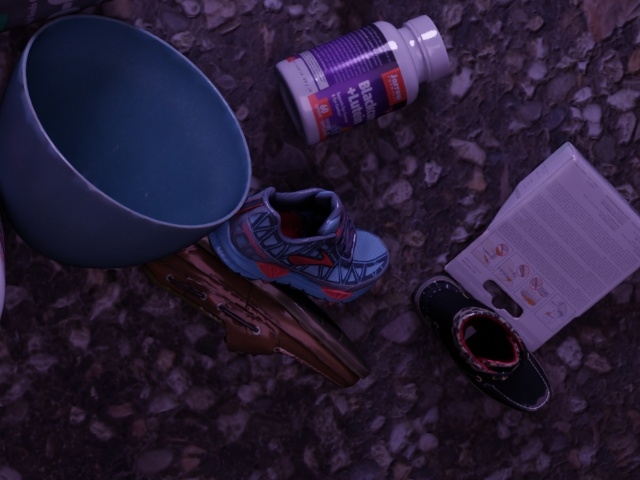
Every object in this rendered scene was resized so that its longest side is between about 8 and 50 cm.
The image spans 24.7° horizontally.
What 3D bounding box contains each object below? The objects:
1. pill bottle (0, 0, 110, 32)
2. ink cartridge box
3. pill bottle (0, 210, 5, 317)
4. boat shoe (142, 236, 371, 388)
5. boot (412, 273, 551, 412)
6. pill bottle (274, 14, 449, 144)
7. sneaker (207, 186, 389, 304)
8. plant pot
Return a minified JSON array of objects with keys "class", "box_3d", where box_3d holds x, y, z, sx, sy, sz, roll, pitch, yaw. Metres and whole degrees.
[{"class":"pill bottle","box_3d":[-0.352,-0.322,1.541,0.361,0.204,0.204,-21,105,-25]},{"class":"ink cartridge box","box_3d":[0.298,0.012,1.887,0.224,0.056,0.181,-41,107,18]},{"class":"pill bottle","box_3d":[-0.445,0.012,1.534,0.224,0.392,0.224,-2,101,-12]},{"class":"boat shoe","box_3d":[-0.079,0.090,1.787,0.307,0.111,0.104,41,94,-7]},{"class":"boot","box_3d":[0.221,0.150,1.818,0.085,0.178,0.236,-45,106,-1]},{"class":"pill bottle","box_3d":[0.052,-0.197,1.749,0.193,0.108,0.108,-24,105,-7]},{"class":"sneaker","box_3d":[0.000,0.000,1.728,0.261,0.104,0.125,9,143,-42]},{"class":"plant pot","box_3d":[-0.251,-0.081,1.646,0.290,0.290,0.195,35,128,-16]}]
